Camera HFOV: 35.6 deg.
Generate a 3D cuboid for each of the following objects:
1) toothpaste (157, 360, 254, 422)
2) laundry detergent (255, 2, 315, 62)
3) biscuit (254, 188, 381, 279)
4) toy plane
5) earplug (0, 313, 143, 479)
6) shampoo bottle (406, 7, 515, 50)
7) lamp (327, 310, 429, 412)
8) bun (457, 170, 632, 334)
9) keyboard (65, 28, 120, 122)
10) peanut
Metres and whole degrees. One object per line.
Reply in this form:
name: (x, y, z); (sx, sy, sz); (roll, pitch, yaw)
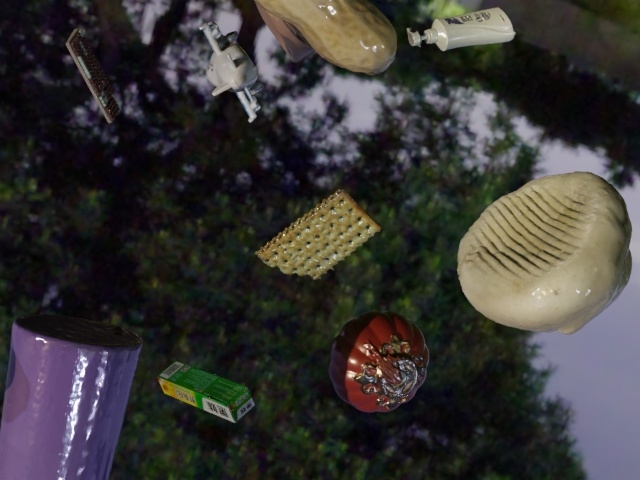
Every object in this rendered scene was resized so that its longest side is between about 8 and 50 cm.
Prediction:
toothpaste: (-0.173, 0.222, 1.473); (0.179, 0.037, 0.043); (11, -141, 45)
laundry detergent: (-0.089, -0.485, 2.083); (0.237, 0.076, 0.171); (51, -164, -37)
biscuit: (0.000, 0.001, 1.808); (0.144, 0.203, 0.016); (41, -162, -37)
toy plane: (-0.218, -0.413, 2.432); (0.123, 0.266, 0.267); (-27, -160, 1)
earplug: (-0.444, 0.361, 1.664); (0.215, 0.455, 0.215); (12, -176, -1)
shampoo bottle: (0.177, -0.265, 1.267); (0.141, 0.034, 0.049); (-14, -109, -19)
lamp: (0.127, 0.262, 2.130); (0.227, 0.226, 0.227); (18, -165, -5)
bun: (0.278, 0.024, 1.176); (0.133, 0.231, 0.231); (47, -177, -25)
keyboard: (-0.390, -0.285, 1.725); (0.017, 0.166, 0.055); (-10, -141, 16)
peanut: (0.008, -0.335, 1.418); (0.257, 0.123, 0.123); (37, -169, -14)
